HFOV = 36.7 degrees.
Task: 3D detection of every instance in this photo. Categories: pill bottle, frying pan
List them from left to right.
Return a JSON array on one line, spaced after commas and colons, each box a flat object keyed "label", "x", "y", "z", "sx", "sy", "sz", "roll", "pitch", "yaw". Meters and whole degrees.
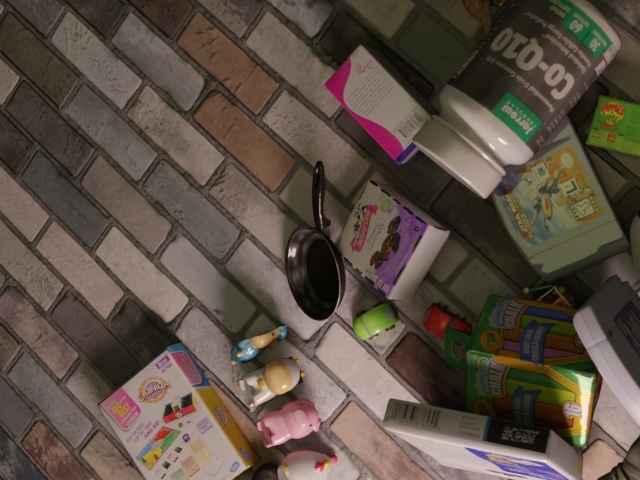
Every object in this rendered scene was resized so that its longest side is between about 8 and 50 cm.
[{"label": "frying pan", "x": -0.016, "y": 0.001, "z": 1.946, "sx": 0.197, "sy": 0.053, "sz": 0.326, "roll": 4, "pitch": 102, "yaw": 56}, {"label": "pill bottle", "x": 0.342, "y": -0.265, "z": 1.712, "sx": 0.204, "sy": 0.204, "sz": 0.361, "roll": 40, "pitch": 95, "yaw": 14}]

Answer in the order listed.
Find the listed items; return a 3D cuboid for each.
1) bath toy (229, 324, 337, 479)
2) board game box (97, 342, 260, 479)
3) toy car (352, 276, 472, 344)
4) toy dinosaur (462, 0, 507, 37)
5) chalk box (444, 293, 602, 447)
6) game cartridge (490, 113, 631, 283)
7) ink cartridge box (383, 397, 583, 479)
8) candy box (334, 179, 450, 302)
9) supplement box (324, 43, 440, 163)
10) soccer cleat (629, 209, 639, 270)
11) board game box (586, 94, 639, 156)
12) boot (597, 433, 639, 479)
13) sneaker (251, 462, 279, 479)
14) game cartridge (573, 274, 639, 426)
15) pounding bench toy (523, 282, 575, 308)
[{"label": "bath toy", "x": -0.064, "y": 0.358, "z": 2.003, "sx": 0.348, "sy": 0.129, "sz": 0.151, "roll": 68, "pitch": 156, "yaw": 6}, {"label": "board game box", "x": -0.317, "y": 0.423, "z": 2.133, "sx": 0.242, "sy": 0.064, "sz": 0.316, "roll": -39, "pitch": 80, "yaw": 20}, {"label": "toy car", "x": 0.157, "y": 0.138, "z": 1.930, "sx": 0.225, "sy": 0.053, "sz": 0.239, "roll": -31, "pitch": 83, "yaw": 21}, {"label": "toy dinosaur", "x": 0.304, "y": -0.441, "z": 1.817, "sx": 0.112, "sy": 0.064, "sz": 0.211, "roll": -36, "pitch": 54, "yaw": 18}, {"label": "chalk box", "x": 0.361, "y": 0.228, "z": 1.759, "sx": 0.289, "sy": 0.179, "sz": 0.180, "roll": 8, "pitch": 126, "yaw": 20}, {"label": "game cartridge", "x": 0.430, "y": -0.080, "z": 1.807, "sx": 0.198, "sy": 0.062, "sz": 0.297, "roll": -26, "pitch": 84, "yaw": 17}, {"label": "ink cartridge box", "x": 0.311, "y": 0.377, "z": 1.758, "sx": 0.304, "sy": 0.307, "sz": 0.072, "roll": 4, "pitch": 71, "yaw": 30}, {"label": "candy box", "x": 0.133, "y": 0.000, "z": 1.876, "sx": 0.196, "sy": 0.070, "sz": 0.164, "roll": 42, "pitch": 110, "yaw": 44}, {"label": "supplement box", "x": 0.131, "y": -0.264, "z": 1.878, "sx": 0.111, "sy": 0.114, "sz": 0.220, "roll": -46, "pitch": 79, "yaw": 19}, {"label": "soccer cleat", "x": 0.710, "y": 0.024, "z": 1.686, "sx": 0.331, "sy": 0.116, "sz": 0.143, "roll": 14, "pitch": 120, "yaw": 18}, {"label": "board game box", "x": 0.584, "y": -0.196, "z": 1.741, "sx": 0.181, "sy": 0.043, "sz": 0.092, "roll": 17, "pitch": 100, "yaw": 19}, {"label": "boot", "x": 0.604, "y": 0.451, "z": 1.646, "sx": 0.246, "sy": 0.083, "sz": 0.161, "roll": 45, "pitch": 118, "yaw": 35}, {"label": "sneaker", "x": -0.137, "y": 0.614, "z": 2.043, "sx": 0.109, "sy": 0.130, "sz": 0.286, "roll": 16, "pitch": 98, "yaw": 22}, {"label": "game cartridge", "x": 0.556, "y": 0.214, "z": 1.660, "sx": 0.060, "sy": 0.196, "sz": 0.294, "roll": -38, "pitch": 84, "yaw": 36}, {"label": "pounding bench toy", "x": 0.432, "y": 0.106, "z": 1.819, "sx": 0.065, "sy": 0.052, "sz": 0.083, "roll": -42, "pitch": 79, "yaw": 19}]
